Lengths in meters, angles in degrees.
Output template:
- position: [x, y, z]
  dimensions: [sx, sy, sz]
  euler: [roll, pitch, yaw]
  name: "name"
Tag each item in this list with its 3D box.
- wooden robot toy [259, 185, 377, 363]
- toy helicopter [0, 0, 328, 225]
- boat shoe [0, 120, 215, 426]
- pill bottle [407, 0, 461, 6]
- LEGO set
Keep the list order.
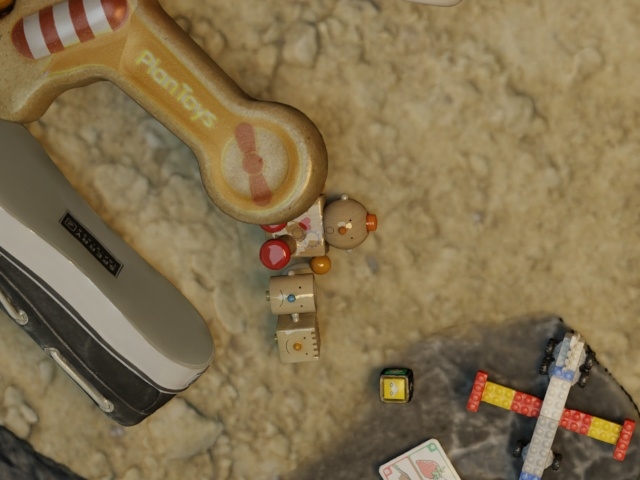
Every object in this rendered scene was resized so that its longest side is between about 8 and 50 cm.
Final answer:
- position: [0.000, 0.000, 1.238]
  dimensions: [0.079, 0.076, 0.173]
  euler: [-4, 100, 5]
  name: "wooden robot toy"
- position: [-0.124, -0.155, 1.200]
  dimensions: [0.355, 0.140, 0.235]
  euler: [43, 98, 9]
  name: "toy helicopter"
- position: [-0.214, 0.007, 1.277]
  dimensions: [0.306, 0.113, 0.105]
  euler: [43, 115, -13]
  name: "boat shoe"
- position: [0.058, -0.269, 1.137]
  dimensions: [0.124, 0.124, 0.221]
  euler: [17, 104, 12]
  name: "pill bottle"
- position: [0.141, 0.175, 1.239]
  dimensions: [0.182, 0.060, 0.244]
  euler: [-30, 91, 15]
  name: "LEGO set"
